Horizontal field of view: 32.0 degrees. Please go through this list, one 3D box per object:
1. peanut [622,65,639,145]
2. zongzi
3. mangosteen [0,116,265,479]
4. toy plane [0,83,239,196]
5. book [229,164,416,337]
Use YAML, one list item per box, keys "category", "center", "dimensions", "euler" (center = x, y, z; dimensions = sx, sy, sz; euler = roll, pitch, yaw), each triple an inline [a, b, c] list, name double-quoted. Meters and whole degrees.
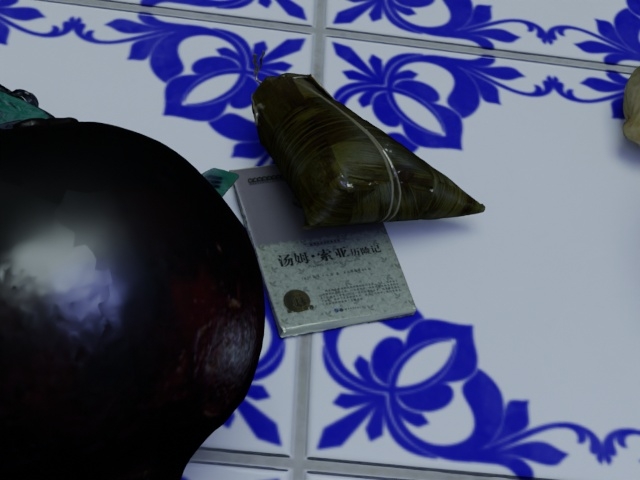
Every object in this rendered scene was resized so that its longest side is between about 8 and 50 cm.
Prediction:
- category: "peanut"
  center: [0.360, -0.156, 1.139]
  dimensions: [0.082, 0.082, 0.187]
  euler: [35, 55, 16]
- category: "zongzi"
  center: [0.038, -0.087, 1.022]
  dimensions: [0.184, 0.084, 0.187]
  euler: [-1, 45, -32]
- category: "mangosteen"
  center: [-0.172, 0.070, 0.744]
  dimensions: [0.297, 0.297, 0.313]
  euler: [-15, 60, -20]
- category: "toy plane"
  center: [-0.263, -0.079, 0.965]
  dimensions: [0.381, 0.106, 0.155]
  euler: [20, 40, 13]
- category: "book"
  center: [0.000, 0.000, 0.997]
  dimensions: [0.127, 0.014, 0.182]
  euler: [-8, 55, -16]
